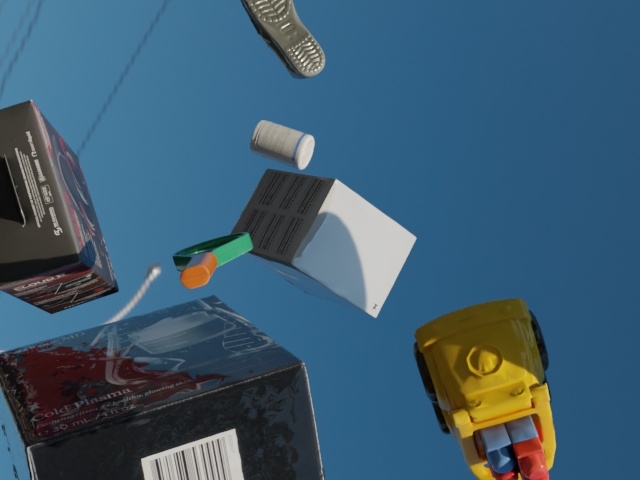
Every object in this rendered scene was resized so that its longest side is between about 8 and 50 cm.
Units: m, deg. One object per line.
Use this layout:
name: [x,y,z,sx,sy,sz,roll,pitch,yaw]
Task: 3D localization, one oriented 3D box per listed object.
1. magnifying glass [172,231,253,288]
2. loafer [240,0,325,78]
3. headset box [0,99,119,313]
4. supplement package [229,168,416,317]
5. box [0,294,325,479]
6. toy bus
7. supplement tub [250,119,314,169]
magnifying glass: [-0.122,0.021,1.046,0.231,0.092,0.026,-94,168,-84]
loafer: [-0.087,-0.405,1.830,0.251,0.094,0.087,61,-23,4]
headset box: [-0.367,-0.036,1.263,0.293,0.110,0.218,97,-26,-79]
supplement package: [0.000,0.000,1.550,0.203,0.194,0.149,15,-106,55]
box: [-0.312,0.344,1.778,0.472,0.480,0.297,22,-57,63]
toy bus: [0.211,0.210,1.124,0.149,0.220,0.211,-18,-133,3]
supplement tub: [-0.072,-0.182,1.844,0.107,0.071,0.071,21,-80,14]
